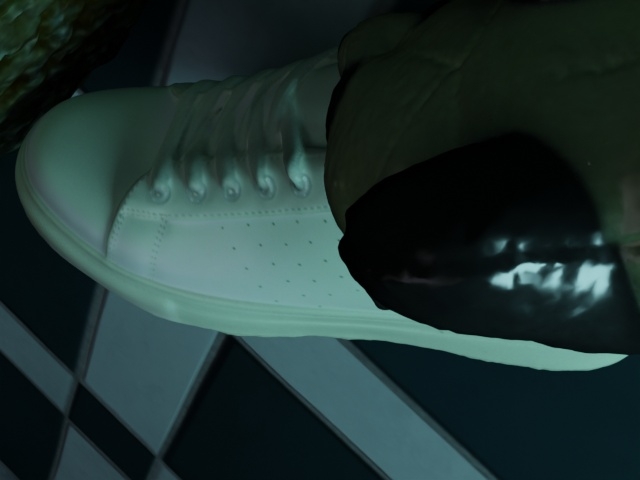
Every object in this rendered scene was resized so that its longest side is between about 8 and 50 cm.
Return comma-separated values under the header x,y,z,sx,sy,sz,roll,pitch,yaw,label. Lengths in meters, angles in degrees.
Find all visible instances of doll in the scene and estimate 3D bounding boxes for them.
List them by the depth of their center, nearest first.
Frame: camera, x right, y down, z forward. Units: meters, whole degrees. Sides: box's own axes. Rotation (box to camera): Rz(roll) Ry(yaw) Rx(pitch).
x,y,z,sx,sy,sz,roll,pitch,yaw,label
0.091,-0.028,0.354,0.234,0.143,0.135,5,160,38,doll

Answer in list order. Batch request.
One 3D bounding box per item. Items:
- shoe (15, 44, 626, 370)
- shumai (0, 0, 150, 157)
x,y,z,sx,sy,sz,roll,pitch,yaw,label
-0.001,-0.036,0.654,0.363,0.132,0.160,12,147,12,shoe
-0.275,-0.225,0.660,0.348,0.395,0.395,43,149,5,shumai
